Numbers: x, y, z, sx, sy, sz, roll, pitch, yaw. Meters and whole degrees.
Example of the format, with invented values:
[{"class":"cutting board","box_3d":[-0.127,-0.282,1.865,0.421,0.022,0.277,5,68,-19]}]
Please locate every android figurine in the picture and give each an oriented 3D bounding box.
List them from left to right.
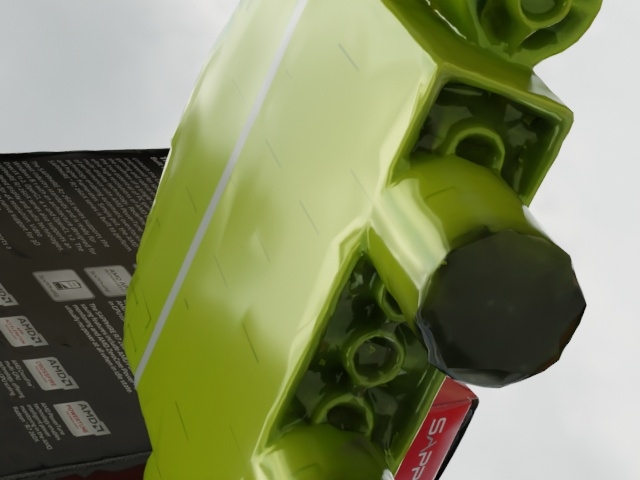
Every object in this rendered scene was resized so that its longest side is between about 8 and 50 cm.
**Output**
[{"class":"android figurine","box_3d":[0.000,0.000,0.554,0.056,0.248,0.273,19,-164,-19]}]

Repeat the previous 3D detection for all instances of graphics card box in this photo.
[{"class":"graphics card box","box_3d":[-0.136,0.056,0.826,0.371,0.094,0.233,-4,-141,-43]}]
